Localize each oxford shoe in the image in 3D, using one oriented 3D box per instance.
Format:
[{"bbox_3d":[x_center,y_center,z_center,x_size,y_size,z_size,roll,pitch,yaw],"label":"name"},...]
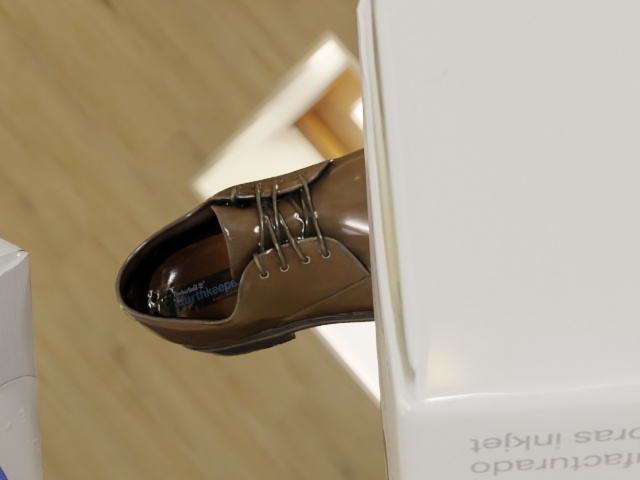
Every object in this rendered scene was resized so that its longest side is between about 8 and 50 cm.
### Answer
[{"bbox_3d":[0.000,0.000,0.881,0.227,0.083,0.096,-26,-20,24],"label":"oxford shoe"}]

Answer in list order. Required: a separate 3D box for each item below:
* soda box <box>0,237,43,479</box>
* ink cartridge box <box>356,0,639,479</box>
[{"bbox_3d":[-0.141,0.118,0.541,0.091,0.098,0.286,-39,-37,-42],"label":"soda box"},{"bbox_3d":[0.123,0.062,0.495,0.211,0.121,0.289,-5,-37,1],"label":"ink cartridge box"}]
